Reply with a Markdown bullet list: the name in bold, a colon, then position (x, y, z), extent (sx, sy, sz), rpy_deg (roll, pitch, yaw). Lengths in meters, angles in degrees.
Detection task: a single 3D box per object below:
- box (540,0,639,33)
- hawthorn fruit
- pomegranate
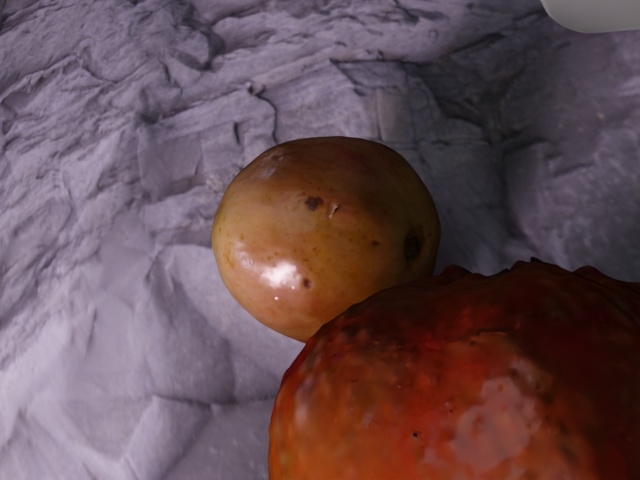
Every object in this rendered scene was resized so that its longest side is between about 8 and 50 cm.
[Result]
- **box**: position (0.371, -0.363, 0.696), extent (0.352, 0.177, 0.343), rpy_deg (6, 63, 43)
- **hawthorn fruit**: position (0.113, 0.174, 0.462), extent (0.287, 0.287, 0.330), rpy_deg (-8, 79, 36)
- **pomegranate**: position (0.003, -0.002, 0.730), extent (0.191, 0.191, 0.191), rpy_deg (-22, 48, 27)
